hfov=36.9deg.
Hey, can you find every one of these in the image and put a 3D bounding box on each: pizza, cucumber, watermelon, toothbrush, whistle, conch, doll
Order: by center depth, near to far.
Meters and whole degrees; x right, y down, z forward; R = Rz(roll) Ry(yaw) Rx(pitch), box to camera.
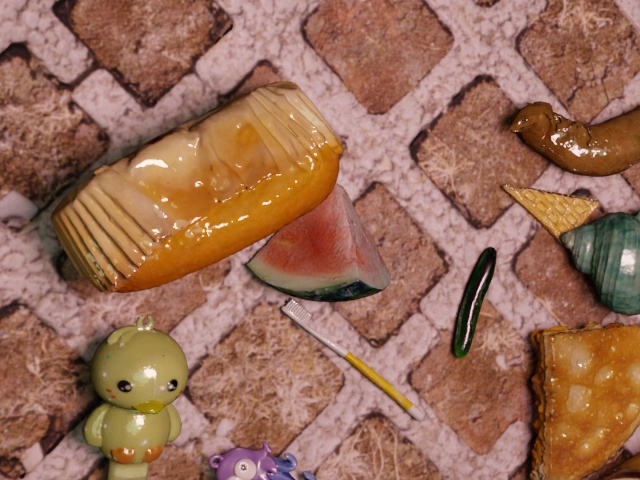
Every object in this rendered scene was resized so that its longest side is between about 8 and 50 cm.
[{"bbox_3d":[-0.250,0.246,1.314,0.141,0.141,0.294,2,93,-16],"label":"whistle"},{"bbox_3d":[-0.075,0.354,1.405,0.206,0.067,0.110,28,93,-25],"label":"doll"},{"bbox_3d":[0.000,0.023,1.426,0.207,0.136,0.202,4,50,10],"label":"watermelon"},{"bbox_3d":[0.055,0.183,1.455,0.288,0.021,0.024,40,91,-14],"label":"toothbrush"},{"bbox_3d":[0.239,0.095,1.500,0.036,0.033,0.184,17,85,2],"label":"cucumber"},{"bbox_3d":[0.485,0.024,1.514,0.202,0.134,0.196,29,53,-19],"label":"conch"},{"bbox_3d":[0.449,0.260,1.538,0.258,0.087,0.268,0,93,-20],"label":"pizza"}]

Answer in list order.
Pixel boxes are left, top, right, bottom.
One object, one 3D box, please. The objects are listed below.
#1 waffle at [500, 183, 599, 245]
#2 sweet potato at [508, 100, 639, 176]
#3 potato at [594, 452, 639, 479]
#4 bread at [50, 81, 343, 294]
[{"bbox_3d":[0.367,-0.072,1.534,0.153,0.023,0.097,40,81,-13],"label":"waffle"},{"bbox_3d":[0.429,-0.160,1.514,0.310,0.098,0.124,-5,86,-19],"label":"sweet potato"},{"bbox_3d":[0.560,0.491,1.509,0.296,0.290,0.397,-9,116,-43],"label":"potato"},{"bbox_3d":[-0.156,-0.065,1.277,0.389,0.236,0.183,-31,98,-13],"label":"bread"}]
